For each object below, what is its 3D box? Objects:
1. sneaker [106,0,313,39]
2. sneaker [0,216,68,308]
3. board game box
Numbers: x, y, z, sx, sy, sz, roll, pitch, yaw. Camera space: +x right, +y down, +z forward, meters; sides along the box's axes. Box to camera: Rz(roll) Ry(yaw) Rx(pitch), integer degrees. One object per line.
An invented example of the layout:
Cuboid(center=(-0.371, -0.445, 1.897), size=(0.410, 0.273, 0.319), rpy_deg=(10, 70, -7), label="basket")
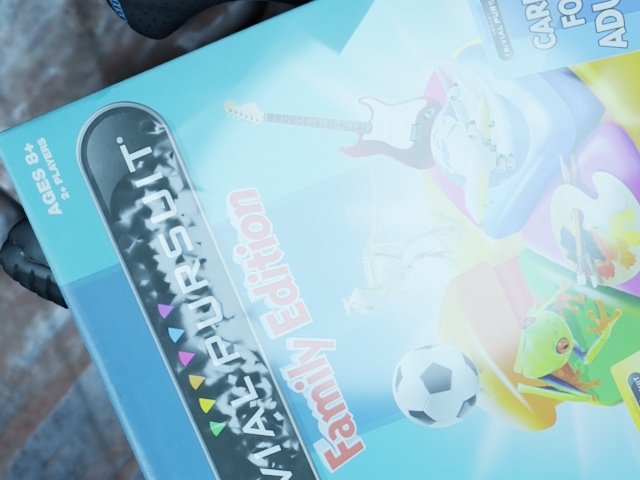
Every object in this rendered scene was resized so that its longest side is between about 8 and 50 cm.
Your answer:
Cuboid(center=(0.040, -0.193, 0.740), size=(0.341, 0.125, 0.139), rpy_deg=(-9, 136, -7), label="sneaker")
Cuboid(center=(0.000, 0.000, 0.788), size=(0.331, 0.122, 0.146), rpy_deg=(10, 81, -9), label="sneaker")
Cuboid(center=(0.064, 0.003, 0.651), size=(0.336, 0.079, 0.253), rpy_deg=(-22, 98, 8), label="board game box")
